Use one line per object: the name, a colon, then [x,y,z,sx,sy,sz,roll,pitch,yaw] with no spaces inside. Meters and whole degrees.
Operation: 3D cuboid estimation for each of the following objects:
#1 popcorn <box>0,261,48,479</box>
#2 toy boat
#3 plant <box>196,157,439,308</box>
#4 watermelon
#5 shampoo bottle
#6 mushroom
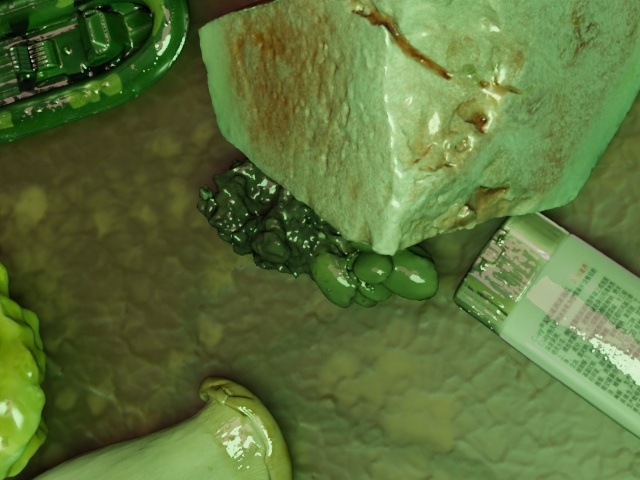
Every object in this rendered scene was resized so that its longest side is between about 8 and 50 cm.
popcorn: [-0.325,0.107,1.192,0.286,0.174,0.225,-37,63,18]
toy boat: [-0.188,-0.133,1.236,0.210,0.052,0.104,-16,79,12]
plant: [0.000,0.000,1.174,0.174,0.085,0.087,23,115,8]
watermelon: [0.072,-0.121,1.103,0.310,0.232,0.193,5,119,0]
shampoo bottle: [0.199,0.071,1.129,0.227,0.056,0.086,35,88,13]
mushroom: [-0.121,0.172,1.178,0.212,0.088,0.097,-34,47,2]
